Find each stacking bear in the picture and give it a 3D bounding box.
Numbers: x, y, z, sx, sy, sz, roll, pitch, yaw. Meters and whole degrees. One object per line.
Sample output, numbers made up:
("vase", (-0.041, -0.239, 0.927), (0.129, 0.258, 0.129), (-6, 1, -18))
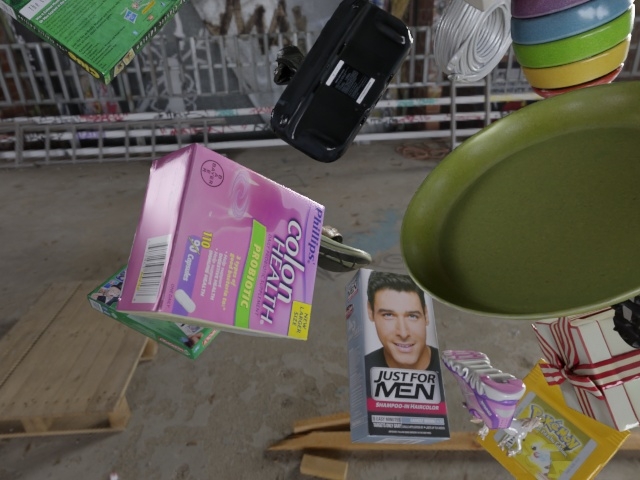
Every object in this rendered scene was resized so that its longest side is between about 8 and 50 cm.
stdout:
("stacking bear", (0.365, -0.273, 0.655), (0.175, 0.289, 0.164), (-8, 33, 28))

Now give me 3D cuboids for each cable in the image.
("cable", (0.388, -0.513, 1.098), (0.257, 0.257, 0.089), (-10, 41, -47))

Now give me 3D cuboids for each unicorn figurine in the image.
("unicorn figurine", (0.440, 0.435, 1.049), (0.162, 0.111, 0.060), (33, 2, -10))

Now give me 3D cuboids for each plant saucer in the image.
("plant saucer", (0.177, -0.031, 0.351), (0.241, 0.037, 0.241), (-30, 32, 21))

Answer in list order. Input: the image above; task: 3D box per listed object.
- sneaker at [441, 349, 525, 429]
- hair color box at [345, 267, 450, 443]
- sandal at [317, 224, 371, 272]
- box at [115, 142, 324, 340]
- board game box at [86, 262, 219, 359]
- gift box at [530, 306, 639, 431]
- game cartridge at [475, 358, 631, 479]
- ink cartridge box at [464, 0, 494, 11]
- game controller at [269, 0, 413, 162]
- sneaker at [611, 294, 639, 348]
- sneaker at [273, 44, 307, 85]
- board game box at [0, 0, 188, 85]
("sneaker", (0.310, 0.292, 0.901), (0.095, 0.105, 0.236), (-1, 8, -8))
("hair color box", (0.167, 0.263, 1.048), (0.185, 0.113, 0.374), (8, 58, -13))
("sandal", (0.000, -0.001, 1.091), (0.302, 0.120, 0.086), (24, 59, -24))
("box", (-0.127, 0.018, 0.645), (0.117, 0.214, 0.243), (-7, -22, 42))
("board game box", (-0.369, 0.139, 1.109), (0.317, 0.046, 0.213), (21, 43, 19))
("gift box", (0.657, 0.252, 1.046), (0.258, 0.276, 0.255), (-19, -13, 0))
("game cartridge", (0.662, 0.559, 1.308), (0.285, 0.324, 0.052), (40, 6, 37))
("ink cartridge box", (0.308, -0.549, 0.804), (0.092, 0.158, 0.218), (50, 13, 22))
("game controller", (0.041, -0.311, 0.876), (0.166, 0.319, 0.067), (33, 0, -3))
("sneaker", (0.344, -0.009, 0.434), (0.106, 0.234, 0.078), (-10, 19, 4))
("sneaker", (-0.108, -0.550, 1.415), (0.130, 0.087, 0.227), (-15, 44, -25))
("board game box", (-0.221, -0.315, 0.522), (0.260, 0.136, 0.030), (-57, 14, -19))
